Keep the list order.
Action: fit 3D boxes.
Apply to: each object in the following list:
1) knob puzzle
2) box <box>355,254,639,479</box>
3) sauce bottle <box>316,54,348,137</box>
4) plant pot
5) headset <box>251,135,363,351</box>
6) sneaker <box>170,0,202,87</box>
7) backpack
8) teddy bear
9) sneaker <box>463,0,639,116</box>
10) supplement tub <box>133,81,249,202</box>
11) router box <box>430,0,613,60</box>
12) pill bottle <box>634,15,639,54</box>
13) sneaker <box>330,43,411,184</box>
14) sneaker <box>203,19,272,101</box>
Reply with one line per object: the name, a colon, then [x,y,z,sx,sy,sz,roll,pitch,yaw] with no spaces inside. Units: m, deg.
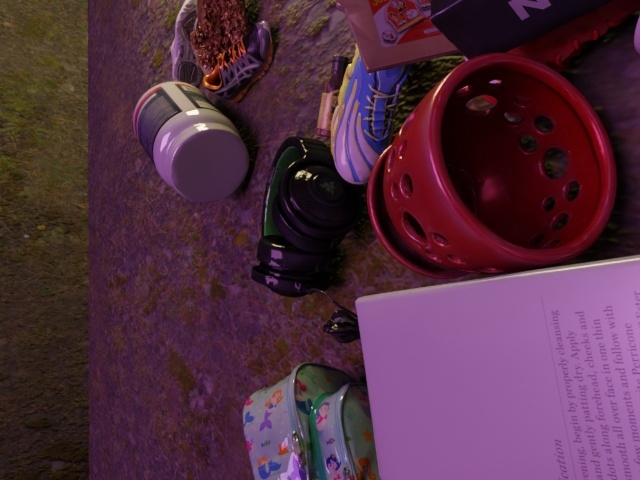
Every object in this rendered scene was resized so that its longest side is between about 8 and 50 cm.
knob puzzle: [0.111,-0.300,0.580,0.030,0.213,0.213,83,180,-79]
box: [0.225,0.099,0.366,0.345,0.215,0.168,-17,77,52]
sauce bottle: [0.022,-0.231,0.785,0.042,0.042,0.128,25,111,51]
plant pot: [0.151,-0.057,0.482,0.174,0.191,0.190,146,119,-71]
headset: [0.000,0.000,0.771,0.394,0.185,0.243,-109,33,-48]
sneaker: [-0.342,-0.514,1.238,0.115,0.091,0.232,53,128,44]
backpack: [0.017,0.286,0.642,0.191,0.225,0.253,-41,50,19]
teddy bear: [-0.213,-0.515,1.069,0.245,0.113,0.337,49,134,51]
sneaker: [0.248,-0.194,0.479,0.221,0.087,0.127,8,119,46]
supplement tub: [-0.288,-0.220,1.074,0.272,0.191,0.191,48,126,43]
router box: [0.233,-0.310,0.363,0.309,0.081,0.242,-14,61,45]
pill bottle: [0.329,-0.122,0.313,0.215,0.117,0.117,52,129,40]
sneaker: [0.066,-0.193,0.649,0.126,0.091,0.239,-87,5,-81]
sneaker: [-0.170,-0.368,1.010,0.215,0.083,0.084,-40,57,44]
